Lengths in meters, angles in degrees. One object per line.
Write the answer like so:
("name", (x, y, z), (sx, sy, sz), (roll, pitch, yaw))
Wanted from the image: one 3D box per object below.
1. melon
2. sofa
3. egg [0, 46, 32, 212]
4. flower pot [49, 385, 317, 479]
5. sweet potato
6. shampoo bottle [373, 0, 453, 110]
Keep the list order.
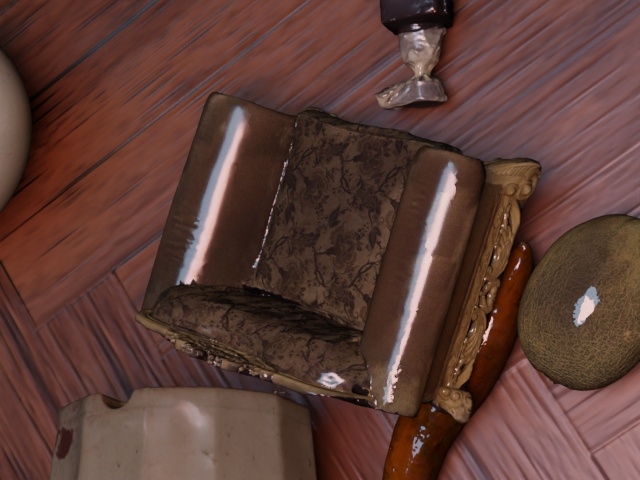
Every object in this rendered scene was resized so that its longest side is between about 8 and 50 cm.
("melon", (0.193, 0.042, 1.150), (0.098, 0.098, 0.131), (24, 87, 21))
("sofa", (0.000, 0.000, 1.152), (0.258, 0.182, 0.200), (19, 91, 41))
("egg", (-0.399, -0.069, 1.315), (0.371, 0.230, 0.230), (-14, 80, 26))
("flower pot", (-0.103, 0.247, 1.169), (0.290, 0.290, 0.259), (-9, 71, 20))
("sweet potato", (0.091, 0.118, 1.205), (0.057, 0.057, 0.264), (31, 100, 21))
("shampoo bottle", (0.069, -0.202, 1.242), (0.063, 0.057, 0.208), (-5, 82, 20))
